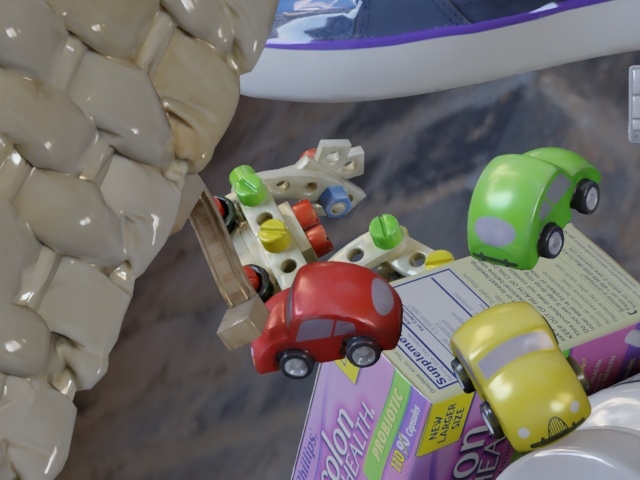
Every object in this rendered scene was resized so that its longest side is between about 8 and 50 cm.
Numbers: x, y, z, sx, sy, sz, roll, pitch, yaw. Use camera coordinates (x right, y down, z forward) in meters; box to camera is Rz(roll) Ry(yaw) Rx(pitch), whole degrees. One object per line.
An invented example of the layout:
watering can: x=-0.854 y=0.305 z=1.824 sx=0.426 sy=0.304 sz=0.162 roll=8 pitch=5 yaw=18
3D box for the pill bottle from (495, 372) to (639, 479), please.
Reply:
pill bottle: x=0.277 y=0.187 z=1.199 sx=0.204 sy=0.361 sz=0.204 roll=10 pitch=106 yaw=37

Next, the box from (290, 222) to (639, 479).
box: x=0.118 y=0.128 z=1.276 sx=0.117 sy=0.243 sz=0.214 roll=46 pitch=138 yaw=35

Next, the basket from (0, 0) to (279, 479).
basket: x=-0.175 y=-0.143 z=0.377 sx=0.266 sy=0.328 sz=0.331 roll=21 pitch=171 yaw=27

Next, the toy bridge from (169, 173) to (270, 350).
toy bridge: x=-0.086 y=-0.021 z=0.971 sx=0.026 sy=0.063 sz=0.188 roll=-26 pitch=110 yaw=22

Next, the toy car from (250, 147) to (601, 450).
toy car: x=0.092 y=0.010 z=0.999 sx=0.239 sy=0.225 sz=0.053 roll=14 pitch=141 yaw=39

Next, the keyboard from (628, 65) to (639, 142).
keyboard: x=0.413 y=-0.126 z=1.525 sx=0.256 sy=0.072 sz=0.014 roll=0 pitch=-174 yaw=5

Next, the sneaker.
sneaker: x=0.090 y=-0.207 z=0.818 sx=0.322 sy=0.130 sz=0.236 roll=-9 pitch=104 yaw=11

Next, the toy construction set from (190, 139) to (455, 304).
toy construction set: x=0.000 y=0.000 z=1.652 sx=0.151 sy=0.215 sz=0.328 roll=62 pitch=180 yaw=-36
